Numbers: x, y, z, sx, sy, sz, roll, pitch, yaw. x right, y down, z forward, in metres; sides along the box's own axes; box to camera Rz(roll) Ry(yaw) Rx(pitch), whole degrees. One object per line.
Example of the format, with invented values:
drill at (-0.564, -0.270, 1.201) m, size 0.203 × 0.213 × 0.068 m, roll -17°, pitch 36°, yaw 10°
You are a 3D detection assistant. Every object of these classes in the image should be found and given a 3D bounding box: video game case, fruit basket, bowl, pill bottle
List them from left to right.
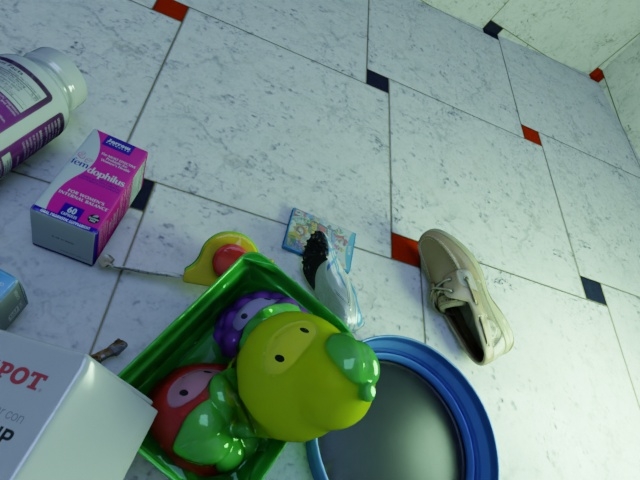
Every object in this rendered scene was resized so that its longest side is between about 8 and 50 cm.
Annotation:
pill bottle at (-0.577, -0.232, 0.886) m, size 0.169 × 0.169 × 0.301 m, roll 33°, pitch 48°, yaw -4°
fruit basket at (-0.095, 0.189, 0.722) m, size 0.283 × 0.392 × 0.392 m, roll 40°, pitch 49°, yaw 2°
video game case at (0.000, 0.000, 1.134) m, size 0.166 × 0.015 × 0.119 m, roll 23°, pitch 50°, yaw -13°
bowl at (0.153, 0.372, 0.915) m, size 0.392 × 0.077 × 0.390 m, roll 14°, pitch 53°, yaw -19°

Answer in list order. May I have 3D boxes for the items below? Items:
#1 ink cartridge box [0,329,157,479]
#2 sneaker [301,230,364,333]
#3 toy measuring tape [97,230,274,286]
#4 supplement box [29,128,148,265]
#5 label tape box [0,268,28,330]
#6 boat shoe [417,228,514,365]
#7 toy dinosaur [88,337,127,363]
ink cartridge box at (-0.404, 0.288, 0.487) m, size 0.286 × 0.166 × 0.394 m, roll 9°, pitch 55°, yaw 20°
sneaker at (0.026, 0.089, 1.046) m, size 0.086 × 0.085 × 0.237 m, roll 11°, pitch 54°, yaw -50°
toy measuring tape at (-0.235, 0.025, 0.925) m, size 0.331 × 0.121 × 0.121 m, roll 12°, pitch 53°, yaw -15°
supplement box at (-0.421, -0.083, 0.904) m, size 0.111 × 0.114 × 0.220 m, roll 23°, pitch 49°, yaw -11°
label tape box at (-0.620, 0.142, 0.637) m, size 0.249 × 0.115 × 0.347 m, roll 31°, pitch 58°, yaw -6°
boat shoe at (0.322, 0.124, 1.148) m, size 0.110 × 0.121 × 0.341 m, roll -17°, pitch 69°, yaw -36°
toy dinosaur at (-0.411, 0.203, 0.756) m, size 0.212 × 0.064 × 0.112 m, roll -3°, pitch 28°, yaw -24°
